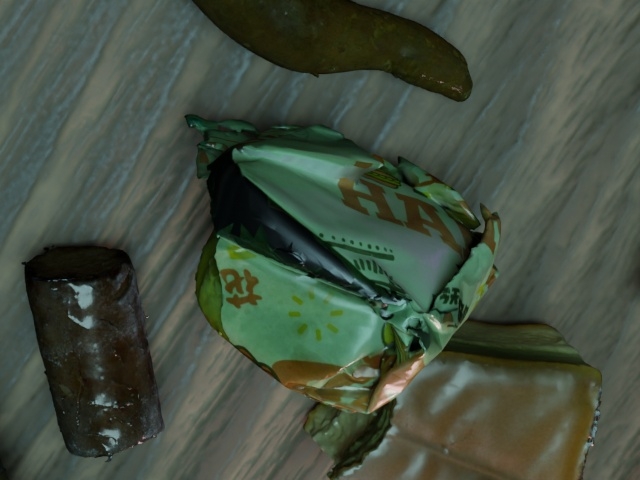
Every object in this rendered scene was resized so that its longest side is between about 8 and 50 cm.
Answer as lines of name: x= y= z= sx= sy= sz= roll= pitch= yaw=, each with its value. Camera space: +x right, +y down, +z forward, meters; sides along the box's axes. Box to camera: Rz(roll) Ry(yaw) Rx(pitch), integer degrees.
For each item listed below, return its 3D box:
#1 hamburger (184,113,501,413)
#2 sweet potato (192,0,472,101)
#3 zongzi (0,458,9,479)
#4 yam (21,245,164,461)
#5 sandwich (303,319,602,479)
hamburger: x=-0.002 y=-0.003 z=0.897 sx=0.235 sy=0.214 sz=0.125 roll=25 pitch=114 yaw=8
sweet potato: x=-0.034 y=-0.184 z=0.898 sx=0.346 sy=0.079 sz=0.108 roll=43 pitch=81 yaw=-21
zongzi: x=-0.324 y=0.163 z=0.920 sx=0.228 sy=0.115 sz=0.256 roll=-14 pitch=99 yaw=0
yam: x=-0.155 y=0.076 z=0.941 sx=0.079 sy=0.079 sz=0.141 roll=-11 pitch=108 yaw=-8
sandwich: x=0.084 y=0.169 z=0.996 sx=0.186 sy=0.108 sz=0.220 roll=6 pitch=106 yaw=-12
